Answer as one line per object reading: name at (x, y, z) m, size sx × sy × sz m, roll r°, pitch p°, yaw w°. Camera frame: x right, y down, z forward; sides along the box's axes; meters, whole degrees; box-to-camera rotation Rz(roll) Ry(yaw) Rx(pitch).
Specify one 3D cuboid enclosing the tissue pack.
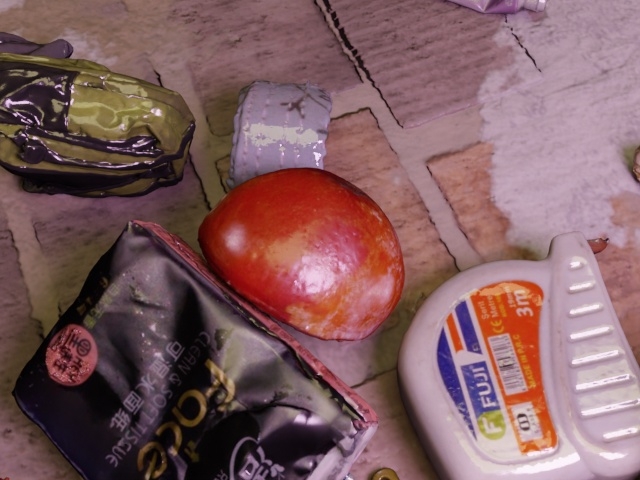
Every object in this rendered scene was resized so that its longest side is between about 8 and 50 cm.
tissue pack at (-0.132, 0.163, 0.786) m, size 0.332 × 0.123 × 0.245 m, roll 39°, pitch 97°, yaw 18°

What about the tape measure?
tape measure at (0.216, 0.142, 0.833) m, size 0.265 × 0.130 × 0.258 m, roll -13°, pitch 61°, yaw 0°

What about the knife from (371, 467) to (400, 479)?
knife at (0.125, 0.369, 0.736) m, size 0.061 × 0.027 × 0.343 m, roll -30°, pitch 52°, yaw -3°

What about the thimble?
thimble at (-0.050, -0.119, 0.961) m, size 0.117 × 0.127 × 0.151 m, roll 7°, pitch 44°, yaw -1°

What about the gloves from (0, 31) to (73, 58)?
gloves at (-0.462, -0.204, 1.033) m, size 0.285 × 0.119 × 0.142 m, roll -26°, pitch 97°, yaw -16°

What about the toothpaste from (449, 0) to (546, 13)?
toothpaste at (0.183, -0.388, 1.149) m, size 0.301 × 0.048 × 0.075 m, roll 20°, pitch 69°, yaw 13°

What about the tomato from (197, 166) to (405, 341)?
tomato at (0.000, 0.000, 0.833) m, size 0.200 × 0.233 × 0.140 m, roll 42°, pitch 111°, yaw 25°

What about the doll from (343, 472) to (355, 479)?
doll at (0.010, 0.223, 0.835) m, size 0.076 × 0.050 × 0.083 m, roll 26°, pitch 64°, yaw 8°

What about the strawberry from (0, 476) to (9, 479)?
strawberry at (-0.398, 0.335, 0.759) m, size 0.174 × 0.098 × 0.228 m, roll 2°, pitch 40°, yaw 19°

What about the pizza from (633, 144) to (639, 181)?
pizza at (0.512, -0.021, 0.931) m, size 0.289 × 0.081 × 0.229 m, roll 15°, pitch 49°, yaw 9°

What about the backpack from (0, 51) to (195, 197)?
backpack at (-0.277, -0.127, 0.932) m, size 0.253 × 0.207 × 0.140 m, roll 6°, pitch 78°, yaw -5°
